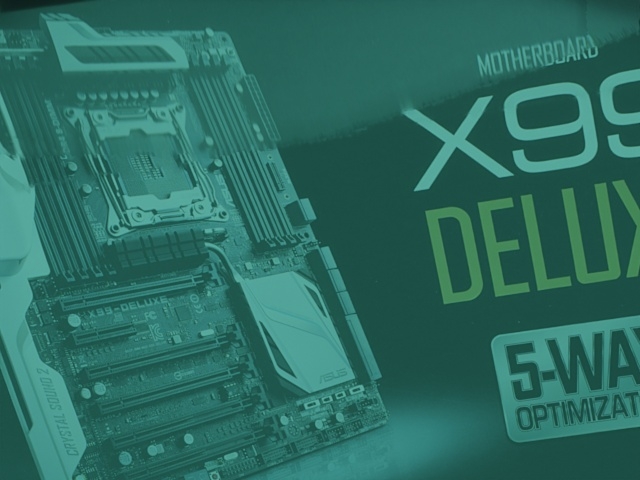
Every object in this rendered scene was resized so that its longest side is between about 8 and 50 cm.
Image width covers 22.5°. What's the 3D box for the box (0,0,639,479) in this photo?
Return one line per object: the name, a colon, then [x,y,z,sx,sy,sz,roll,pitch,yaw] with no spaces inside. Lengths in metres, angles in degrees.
box: [0.000,0.000,0.580,0.307,0.076,0.242,-8,108,11]
